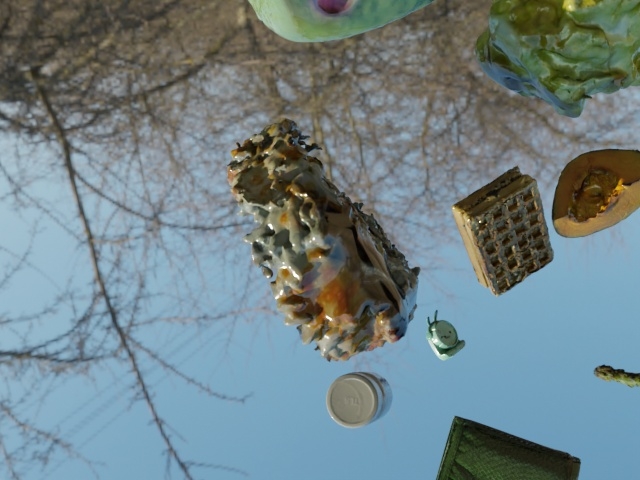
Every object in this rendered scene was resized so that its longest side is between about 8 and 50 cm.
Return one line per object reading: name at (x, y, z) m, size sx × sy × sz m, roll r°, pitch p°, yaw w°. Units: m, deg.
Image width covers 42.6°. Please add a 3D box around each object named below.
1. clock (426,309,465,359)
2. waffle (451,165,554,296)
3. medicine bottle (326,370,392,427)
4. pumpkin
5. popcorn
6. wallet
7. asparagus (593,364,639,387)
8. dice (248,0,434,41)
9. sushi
clock at (0.351, 0.272, 2.369) m, size 0.101 × 0.135 × 0.041 m, roll -29°, pitch 173°, yaw -42°
waffle at (0.479, -0.017, 2.115) m, size 0.213 × 0.308 × 0.091 m, roll -32°, pitch -139°, yaw -6°
medicine bottle at (0.078, 0.305, 1.585) m, size 0.105 × 0.105 × 0.168 m, roll -1°, pitch 172°, yaw 14°
pumpkin at (0.725, -0.125, 2.200) m, size 0.312 × 0.148 × 0.169 m, roll -24°, pitch -133°, yaw -4°
popcorn at (0.418, -0.360, 1.331) m, size 0.312 × 0.312 × 0.312 m, roll -6°, pitch -162°, yaw 2°
wallet at (0.320, 0.416, 1.422) m, size 0.236 × 0.160 × 0.055 m, roll 18°, pitch 167°, yaw 3°
asparagus at (0.600, 0.271, 1.646) m, size 0.030 × 0.036 × 0.165 m, roll 29°, pitch 171°, yaw -16°
dice at (0.017, -0.500, 1.176) m, size 0.330 × 0.322 × 0.318 m, roll -26°, pitch -141°, yaw -6°
sushi at (0.000, -0.002, 1.286) m, size 0.176 × 0.417 × 0.417 m, roll -37°, pitch -165°, yaw 10°
